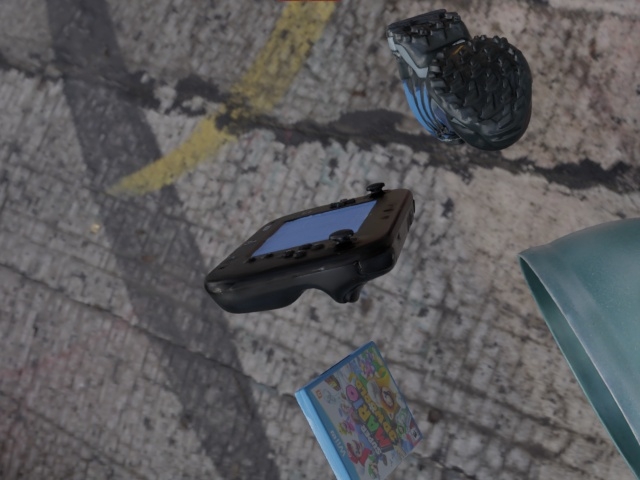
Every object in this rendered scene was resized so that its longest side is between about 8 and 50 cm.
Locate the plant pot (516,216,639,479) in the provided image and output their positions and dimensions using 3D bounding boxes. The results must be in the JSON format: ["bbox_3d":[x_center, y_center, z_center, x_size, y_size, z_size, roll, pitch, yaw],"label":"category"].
[{"bbox_3d":[0.342,0.094,0.938,0.196,0.293,0.293,-29,58,6],"label":"plant pot"}]

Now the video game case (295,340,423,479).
[{"bbox_3d":[0.043,0.177,0.994,0.015,0.166,0.119,-28,88,28],"label":"video game case"}]

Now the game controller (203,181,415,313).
[{"bbox_3d":[0.000,0.000,0.943,0.166,0.319,0.067,-4,100,10],"label":"game controller"}]

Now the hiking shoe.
[{"bbox_3d":[0.168,-0.162,1.129,0.113,0.132,0.304,-19,32,-1],"label":"hiking shoe"}]
